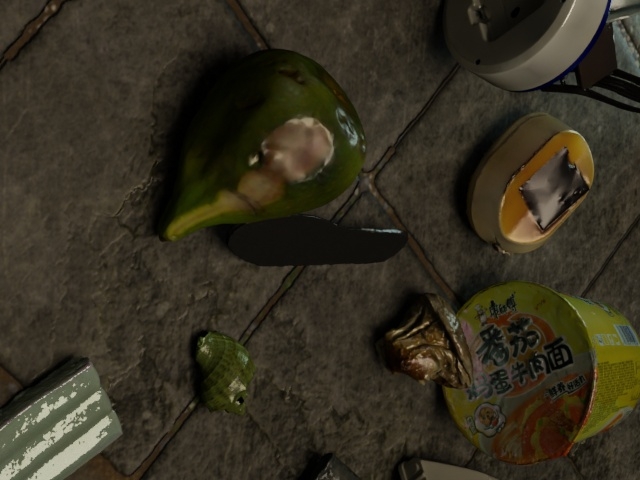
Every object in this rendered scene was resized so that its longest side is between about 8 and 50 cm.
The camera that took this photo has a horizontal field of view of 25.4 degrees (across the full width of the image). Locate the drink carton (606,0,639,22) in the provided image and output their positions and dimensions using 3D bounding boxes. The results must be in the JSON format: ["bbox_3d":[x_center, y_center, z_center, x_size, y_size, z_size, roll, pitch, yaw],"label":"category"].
[{"bbox_3d":[0.373,-0.400,1.945,0.191,0.185,0.189,-24,115,-32],"label":"drink carton"}]

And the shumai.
[{"bbox_3d":[0.139,0.147,1.968,0.116,0.145,0.145,-22,119,-10],"label":"shumai"}]

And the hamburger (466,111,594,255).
[{"bbox_3d":[0.296,-0.080,2.026,0.210,0.116,0.173,-47,120,-15],"label":"hamburger"}]

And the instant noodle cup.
[{"bbox_3d":[0.332,0.185,2.057,0.200,0.264,0.264,0,103,-50],"label":"instant noodle cup"}]

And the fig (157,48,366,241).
[{"bbox_3d":[-0.089,-0.094,1.662,0.275,0.206,0.206,-35,131,13],"label":"fig"}]

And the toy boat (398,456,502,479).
[{"bbox_3d":[0.218,0.411,2.094,0.269,0.141,0.140,32,81,-42],"label":"toy boat"}]

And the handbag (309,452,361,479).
[{"bbox_3d":[-0.007,0.436,1.943,0.175,0.089,0.270,37,78,-34],"label":"handbag"}]

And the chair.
[{"bbox_3d":[0.404,-0.250,1.992,0.084,0.212,0.101,-35,124,-28],"label":"chair"}]

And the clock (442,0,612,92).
[{"bbox_3d":[0.264,-0.311,1.842,0.083,0.230,0.230,20,90,-38],"label":"clock"}]

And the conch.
[{"bbox_3d":[-0.119,0.166,1.779,0.121,0.074,0.089,65,27,-13],"label":"conch"}]

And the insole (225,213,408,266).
[{"bbox_3d":[0.000,0.000,1.816,0.310,0.012,0.110,2,142,-43],"label":"insole"}]

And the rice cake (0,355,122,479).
[{"bbox_3d":[-0.336,0.241,1.614,0.237,0.043,0.127,-38,125,-24],"label":"rice cake"}]
